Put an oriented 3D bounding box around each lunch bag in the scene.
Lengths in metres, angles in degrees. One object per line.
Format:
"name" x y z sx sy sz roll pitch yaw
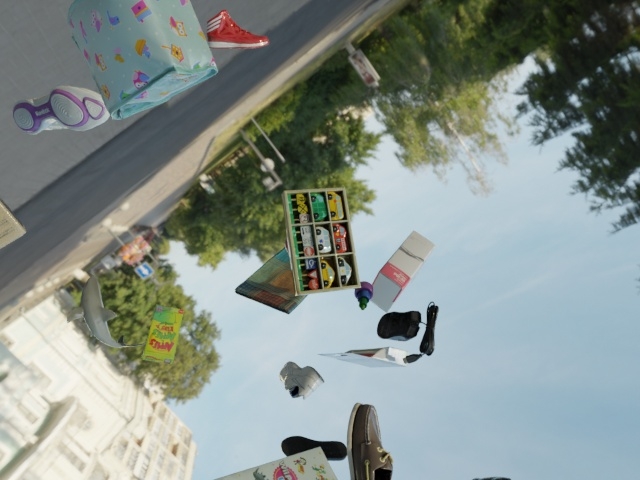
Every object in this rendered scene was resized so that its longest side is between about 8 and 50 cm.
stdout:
"lunch bag" -0.363 -0.378 0.921 0.262 0.223 0.160 -15 -166 33

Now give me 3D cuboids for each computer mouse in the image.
"computer mouse" 0.273 0.303 1.480 0.262 0.060 0.184 -26 -139 49

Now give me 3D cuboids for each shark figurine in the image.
"shark figurine" -0.664 0.257 1.478 0.116 0.278 0.166 -15 -158 16

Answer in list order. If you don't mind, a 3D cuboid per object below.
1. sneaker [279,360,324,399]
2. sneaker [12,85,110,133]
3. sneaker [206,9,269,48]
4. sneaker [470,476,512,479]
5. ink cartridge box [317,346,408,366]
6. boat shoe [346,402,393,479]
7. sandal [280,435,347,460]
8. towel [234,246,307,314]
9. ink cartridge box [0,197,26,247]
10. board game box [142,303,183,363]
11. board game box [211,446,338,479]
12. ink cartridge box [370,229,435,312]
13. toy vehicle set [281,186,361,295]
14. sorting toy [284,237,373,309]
"sneaker" -0.109 0.593 1.996 0.129 0.111 0.297 -45 -167 -29
"sneaker" -0.669 -0.359 1.268 0.305 0.114 0.152 2 -154 22
"sneaker" -0.294 -0.747 1.673 0.221 0.128 0.087 -9 -155 -16
"sneaker" 0.322 0.583 0.948 0.106 0.101 0.267 -46 -179 40
"ink cartridge box" 0.132 0.353 1.481 0.181 0.224 0.056 -22 -128 53
"boat shoe" 0.121 0.532 1.083 0.096 0.116 0.324 -18 -134 26
"sandal" -0.018 0.540 1.205 0.067 0.179 0.040 -101 -150 -50
"towel" -0.119 0.130 1.847 0.271 0.040 0.370 15 -142 30
"ink cartridge box" -0.713 -0.029 0.867 0.234 0.193 0.088 -38 -154 -21
"board game box" -0.508 0.302 1.534 0.043 0.092 0.181 124 -26 -43
"board game box" -0.139 0.550 0.960 0.303 0.097 0.224 7 128 -47
"ink cartridge box" 0.323 0.123 1.908 0.283 0.117 0.207 -44 163 -34
"toy vehicle set" 0.000 0.000 1.209 0.166 0.267 0.035 -6 171 -16
"sorting toy" 0.030 0.119 1.560 0.127 0.365 0.126 -43 -159 30
